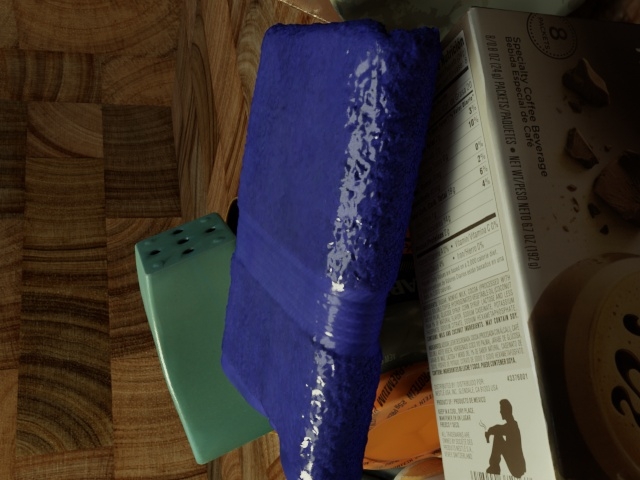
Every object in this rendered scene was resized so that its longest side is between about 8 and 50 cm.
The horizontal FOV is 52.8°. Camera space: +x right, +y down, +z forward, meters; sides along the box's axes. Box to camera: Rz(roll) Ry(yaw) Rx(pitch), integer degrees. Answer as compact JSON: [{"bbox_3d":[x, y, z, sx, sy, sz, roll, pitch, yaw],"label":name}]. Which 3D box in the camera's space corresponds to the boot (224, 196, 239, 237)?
[{"bbox_3d":[-0.154,-0.020,1.322,0.211,0.104,0.295,87,172,-48],"label":"boot"}]

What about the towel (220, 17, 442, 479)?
[{"bbox_3d":[0.000,0.000,0.481,0.228,0.076,0.308,-145,60,-60],"label":"towel"}]

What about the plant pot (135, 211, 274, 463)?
[{"bbox_3d":[-0.122,0.099,0.773,0.165,0.166,0.234,-137,28,-60],"label":"plant pot"}]

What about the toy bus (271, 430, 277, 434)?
[{"bbox_3d":[-0.034,0.182,1.036,0.211,0.150,0.220,-92,11,-46],"label":"toy bus"}]

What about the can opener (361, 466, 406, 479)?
[{"bbox_3d":[0.071,0.334,0.865,0.095,0.076,0.283,55,158,-2],"label":"can opener"}]

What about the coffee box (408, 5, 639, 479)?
[{"bbox_3d":[0.158,0.022,0.398,0.119,0.168,0.296,138,129,-66],"label":"coffee box"}]

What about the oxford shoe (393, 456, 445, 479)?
[{"bbox_3d":[0.091,0.401,0.633,0.130,0.169,0.448,44,126,58],"label":"oxford shoe"}]

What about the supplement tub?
[{"bbox_3d":[0.051,0.056,0.672,0.193,0.194,0.315,108,153,-44],"label":"supplement tub"}]

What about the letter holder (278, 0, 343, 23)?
[{"bbox_3d":[0.036,-0.436,0.787,0.301,0.215,0.152,117,178,-56],"label":"letter holder"}]

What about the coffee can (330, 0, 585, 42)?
[{"bbox_3d":[0.089,-0.303,0.476,0.201,0.202,0.275,119,150,-56],"label":"coffee can"}]
